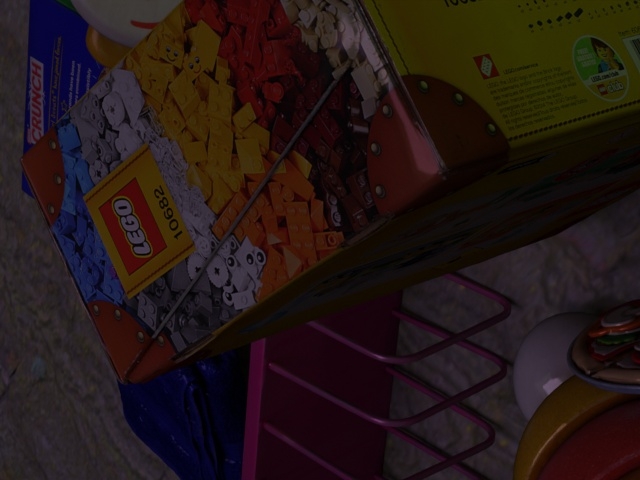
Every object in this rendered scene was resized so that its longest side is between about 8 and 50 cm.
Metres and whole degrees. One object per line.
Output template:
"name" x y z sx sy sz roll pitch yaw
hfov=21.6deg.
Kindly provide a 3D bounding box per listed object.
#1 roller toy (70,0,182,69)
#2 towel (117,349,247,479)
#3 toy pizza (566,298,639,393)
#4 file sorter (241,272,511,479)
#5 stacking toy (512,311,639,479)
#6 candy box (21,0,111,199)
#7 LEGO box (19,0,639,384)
"roller toy" -0.169 -0.292 1.699 0.191 0.209 0.146 62 -175 -16
"towel" -0.171 0.168 1.897 0.228 0.076 0.308 37 152 27
"toy pizza" 0.293 0.066 1.330 0.201 0.201 0.032 2 114 48
"file sorter" 0.059 0.180 1.641 0.182 0.202 0.290 26 122 37
"stacking toy" 0.273 0.208 1.342 0.480 0.351 0.350 -107 24 -57
"candy box" -0.199 -0.122 1.881 0.317 0.122 0.268 32 128 36
"LEGO box" 0.100 -0.102 1.224 0.372 0.500 0.193 -34 78 47
